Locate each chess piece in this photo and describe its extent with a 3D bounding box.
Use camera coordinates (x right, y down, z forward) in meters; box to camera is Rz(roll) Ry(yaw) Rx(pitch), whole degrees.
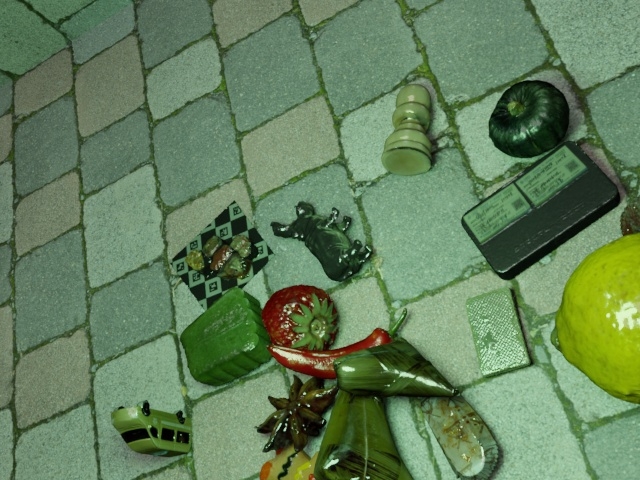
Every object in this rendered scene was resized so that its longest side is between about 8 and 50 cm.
[{"bbox_3d":[0.255,-0.321,2.076,0.142,0.143,0.261,-4,59,28],"label":"chess piece"}]

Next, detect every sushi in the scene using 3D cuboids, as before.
[{"bbox_3d":[-0.319,0.043,2.271,0.294,0.059,0.292,-45,53,5],"label":"sushi"}]

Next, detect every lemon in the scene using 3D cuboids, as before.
[{"bbox_3d":[0.653,0.157,1.479,0.387,0.350,0.350,-10,63,21],"label":"lemon"}]

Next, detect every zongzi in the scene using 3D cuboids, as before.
[{"bbox_3d":[0.167,0.328,1.720,0.242,0.220,0.112,38,133,56],"label":"zongzi"},{"bbox_3d":[0.159,0.486,1.775,0.299,0.145,0.274,17,59,7],"label":"zongzi"}]

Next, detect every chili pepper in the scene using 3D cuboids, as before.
[{"bbox_3d":[0.058,0.281,1.864,0.368,0.137,0.092,-14,15,-9],"label":"chili pepper"}]

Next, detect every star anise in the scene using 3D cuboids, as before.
[{"bbox_3d":[-0.046,0.448,1.910,0.271,0.102,0.272,-29,29,18],"label":"star anise"}]

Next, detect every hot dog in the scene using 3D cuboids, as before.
[{"bbox_3d":[0.316,0.438,1.717,0.131,0.069,0.253,-45,50,15],"label":"hot dog"}]

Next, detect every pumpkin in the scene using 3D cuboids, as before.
[{"bbox_3d":[0.526,-0.310,1.891,0.211,0.152,0.212,-20,46,22],"label":"pumpkin"}]

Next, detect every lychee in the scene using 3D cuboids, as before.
[{"bbox_3d":[0.734,-0.030,1.627,0.197,0.165,0.165,-8,53,-22],"label":"lychee"}]

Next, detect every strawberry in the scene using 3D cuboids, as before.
[{"bbox_3d":[-0.072,0.208,1.998,0.244,0.205,0.205,11,72,56],"label":"strawberry"}]

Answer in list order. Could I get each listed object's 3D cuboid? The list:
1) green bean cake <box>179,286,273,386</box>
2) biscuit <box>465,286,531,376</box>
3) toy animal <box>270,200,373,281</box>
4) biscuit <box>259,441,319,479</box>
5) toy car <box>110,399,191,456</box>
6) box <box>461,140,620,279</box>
[{"bbox_3d":[-0.267,0.279,2.092,0.248,0.125,0.222,-31,54,12],"label":"green bean cake"},{"bbox_3d":[0.421,0.216,1.775,0.121,0.040,0.200,-21,59,22],"label":"biscuit"},{"bbox_3d":[0.006,-0.016,2.086,0.343,0.106,0.168,37,96,43],"label":"toy animal"},{"bbox_3d":[-0.038,0.595,1.864,0.250,0.036,0.166,26,83,36],"label":"biscuit"},{"bbox_3d":[-0.453,0.514,2.004,0.101,0.256,0.125,-18,63,20],"label":"toy car"},{"bbox_3d":[0.536,-0.076,1.838,0.350,0.058,0.211,-36,53,11],"label":"box"}]
